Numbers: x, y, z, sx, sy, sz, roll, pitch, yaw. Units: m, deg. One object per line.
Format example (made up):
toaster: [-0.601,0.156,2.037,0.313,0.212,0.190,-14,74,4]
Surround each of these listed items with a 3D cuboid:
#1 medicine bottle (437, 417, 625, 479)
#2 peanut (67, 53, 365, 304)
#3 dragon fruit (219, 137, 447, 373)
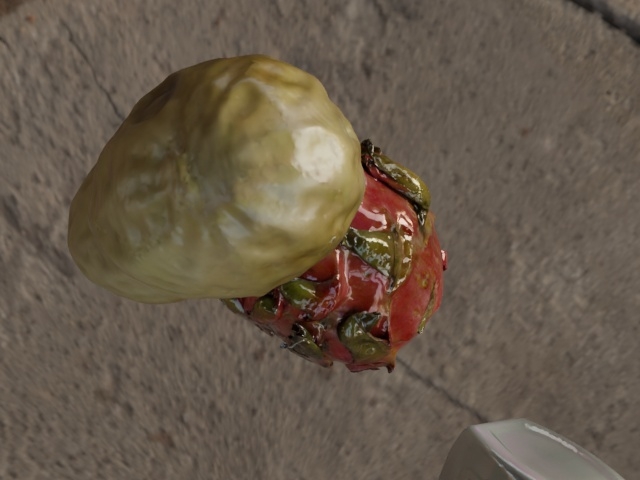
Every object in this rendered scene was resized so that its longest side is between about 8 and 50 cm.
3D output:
medicine bottle: [0.156,0.335,1.159,0.179,0.124,0.324,33,114,38]
peanut: [-0.066,-0.020,0.645,0.110,0.236,0.120,36,65,-19]
dragon fruit: [0.000,0.000,1.437,0.291,0.250,0.269,42,73,-36]
